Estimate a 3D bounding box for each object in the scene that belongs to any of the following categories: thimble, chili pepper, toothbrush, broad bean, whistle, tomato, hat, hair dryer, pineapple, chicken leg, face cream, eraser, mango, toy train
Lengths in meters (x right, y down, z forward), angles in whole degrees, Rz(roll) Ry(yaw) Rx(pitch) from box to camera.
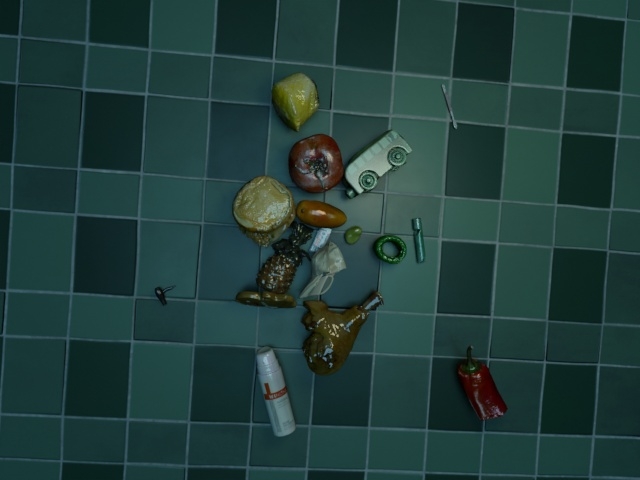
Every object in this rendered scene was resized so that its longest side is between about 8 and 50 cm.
[{"bbox_3d":[0.287,0.037,1.726,0.118,0.090,0.130,-41,94,-3],"label":"thimble"},{"bbox_3d":[0.639,0.565,1.739,0.134,0.131,0.338,-26,97,22],"label":"chili pepper"},{"bbox_3d":[0.541,-0.562,1.766,0.014,0.017,0.194,-17,92,-2],"label":"toothbrush"},{"bbox_3d":[0.136,-0.024,1.740,0.063,0.045,0.083,36,97,-15],"label":"broad bean"},{"bbox_3d":[0.413,-0.001,1.760,0.039,0.039,0.186,-7,92,-4],"label":"whistle"},{"bbox_3d":[-0.020,-0.299,1.652,0.231,0.188,0.232,1,106,4],"label":"tomato"},{"bbox_3d":[-0.013,0.126,1.683,0.226,0.219,0.164,-31,77,15],"label":"hat"},{"bbox_3d":[-0.621,0.214,1.705,0.083,0.031,0.079,-26,103,-11],"label":"hair dryer"},{"bbox_3d":[-0.128,0.070,1.685,0.170,0.141,0.310,29,82,-3],"label":"pineapple"},{"bbox_3d":[0.065,0.323,1.694,0.409,0.182,0.295,-41,77,-6],"label":"chicken leg"},{"bbox_3d":[-0.186,0.607,1.702,0.101,0.102,0.346,-15,94,-3],"label":"face cream"},{"bbox_3d":[0.000,0.000,1.736,0.052,0.029,0.122,25,89,-4],"label":"eraser"},{"bbox_3d":[0.007,-0.098,1.683,0.217,0.141,0.102,8,81,-23],"label":"mango"},{"bbox_3d":[0.214,-0.304,1.696,0.326,0.129,0.159,-40,89,-2],"label":"toy train"}]

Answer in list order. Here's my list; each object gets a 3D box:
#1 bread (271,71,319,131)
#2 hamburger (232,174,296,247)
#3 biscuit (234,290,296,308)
[{"bbox_3d":[-0.099,-0.544,1.647,0.170,0.197,0.197,-37,93,-9],"label":"bread"},{"bbox_3d":[-0.217,-0.118,1.649,0.243,0.146,0.286,-5,77,11],"label":"hamburger"},{"bbox_3d":[-0.221,0.238,1.659,0.248,0.184,0.035,4,68,6],"label":"biscuit"}]
